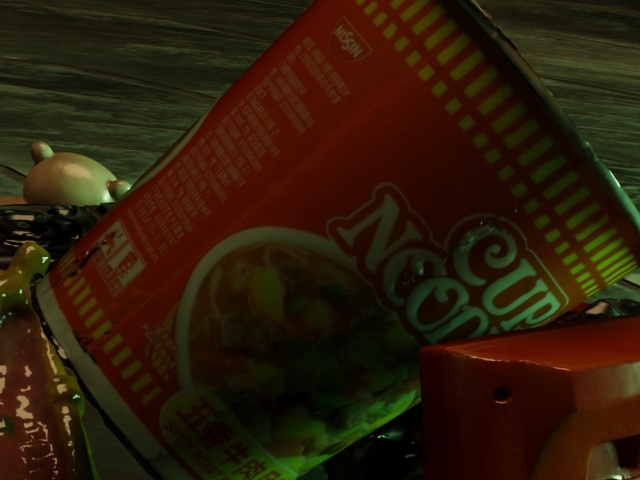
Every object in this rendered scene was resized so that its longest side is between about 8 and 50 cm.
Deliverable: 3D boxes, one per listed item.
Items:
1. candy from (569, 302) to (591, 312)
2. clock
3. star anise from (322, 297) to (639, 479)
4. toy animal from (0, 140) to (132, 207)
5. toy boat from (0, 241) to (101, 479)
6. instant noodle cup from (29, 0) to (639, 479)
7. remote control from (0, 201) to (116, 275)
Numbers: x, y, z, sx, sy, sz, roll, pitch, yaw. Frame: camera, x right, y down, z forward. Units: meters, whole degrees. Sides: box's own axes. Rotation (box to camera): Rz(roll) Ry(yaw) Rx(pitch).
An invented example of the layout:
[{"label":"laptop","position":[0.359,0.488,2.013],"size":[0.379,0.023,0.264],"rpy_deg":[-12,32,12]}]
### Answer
[{"label":"candy","position":[0.157,0.080,1.085],"size":[0.086,0.059,0.292],"rpy_deg":[2,13,-14]},{"label":"clock","position":[0.096,0.111,0.722],"size":[0.113,0.155,0.061],"rpy_deg":[-7,8,-40]},{"label":"star anise","position":[0.062,0.059,0.913],"size":[0.220,0.190,0.126],"rpy_deg":[6,-12,4]},{"label":"toy animal","position":[-0.178,-0.027,1.298],"size":[0.114,0.082,0.091],"rpy_deg":[9,13,9]},{"label":"toy boat","position":[-0.124,0.097,0.761],"size":[0.141,0.099,0.318],"rpy_deg":[33,11,-25]},{"label":"instant noodle cup","position":[0.000,0.000,0.792],"size":[0.193,0.212,0.193],"rpy_deg":[51,4,-4]},{"label":"remote control","position":[-0.158,0.015,1.180],"size":[0.399,0.062,0.144],"rpy_deg":[-1,15,-25]}]
